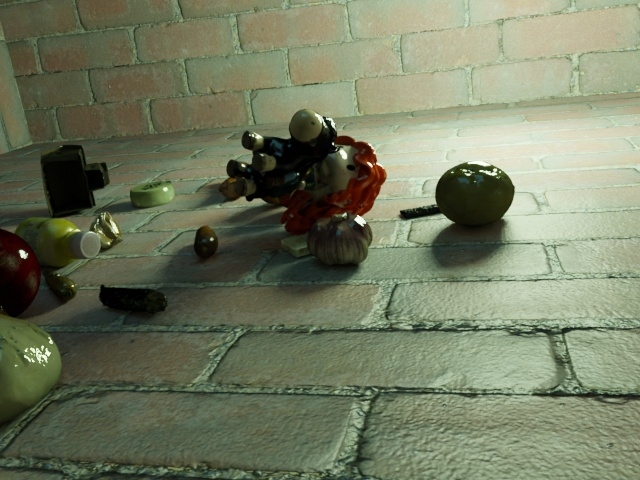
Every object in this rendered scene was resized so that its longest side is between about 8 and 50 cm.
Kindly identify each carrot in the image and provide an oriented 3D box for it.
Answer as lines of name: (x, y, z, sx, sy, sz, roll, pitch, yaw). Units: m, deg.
carrot: (-0.601, 0.093, 1.525, 0.049, 0.049, 0.254, -18, 17, -30)
carrot: (-0.282, -0.002, 1.654, 0.060, 0.060, 0.186, -9, 15, -6)

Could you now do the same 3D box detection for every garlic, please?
garlic: (-0.578, -0.022, 1.795, 0.074, 0.094, 0.113, -37, 14, 13)
garlic: (0.041, -0.009, 1.475, 0.147, 0.102, 0.159, -17, 24, -6)

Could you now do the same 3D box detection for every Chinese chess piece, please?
Chinese chess piece: (-0.553, -0.154, 2.204, 0.144, 0.059, 0.144, -6, 18, 2)

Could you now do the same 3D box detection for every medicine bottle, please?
medicine bottle: (-0.648, 0.006, 1.666, 0.212, 0.122, 0.122, 3, 21, 28)

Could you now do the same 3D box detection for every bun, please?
bun: (-0.555, 0.192, 1.044, 0.287, 0.146, 0.287, -5, 20, 2)

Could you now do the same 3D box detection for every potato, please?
potato: (0.368, -0.110, 1.590, 0.177, 0.160, 0.235, 35, 25, 29)

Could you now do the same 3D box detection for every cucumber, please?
cucumber: (-0.385, 0.118, 1.353, 0.181, 0.053, 0.053, 3, 21, 35)

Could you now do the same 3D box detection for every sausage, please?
sausage: (-0.266, -0.204, 2.217, 0.102, 0.076, 0.302, -6, 19, 2)

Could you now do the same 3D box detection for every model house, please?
model house: (-0.817, -0.216, 2.253, 0.204, 0.212, 0.243, -10, 19, -14)

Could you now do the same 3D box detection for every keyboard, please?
keyboard: (0.304, -0.087, 1.748, 0.195, 0.018, 0.060, -10, 16, -11)

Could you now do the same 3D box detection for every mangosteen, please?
mangosteen: (-0.676, 0.097, 1.325, 0.215, 0.215, 0.258, -3, 54, 12)

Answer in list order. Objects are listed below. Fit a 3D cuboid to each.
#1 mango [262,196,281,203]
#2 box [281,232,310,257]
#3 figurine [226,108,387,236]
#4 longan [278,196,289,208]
mango: (-0.114, -0.158, 1.977, 0.178, 0.115, 0.090, -27, 68, -37)
box: (0.000, 0.000, 1.591, 0.166, 0.024, 0.090, -14, 21, -22)
figurine: (-0.031, -0.170, 1.638, 0.306, 0.411, 0.241, -47, 53, 6)
longan: (-0.064, -0.160, 1.867, 0.176, 0.155, 0.145, 5, -15, -9)
